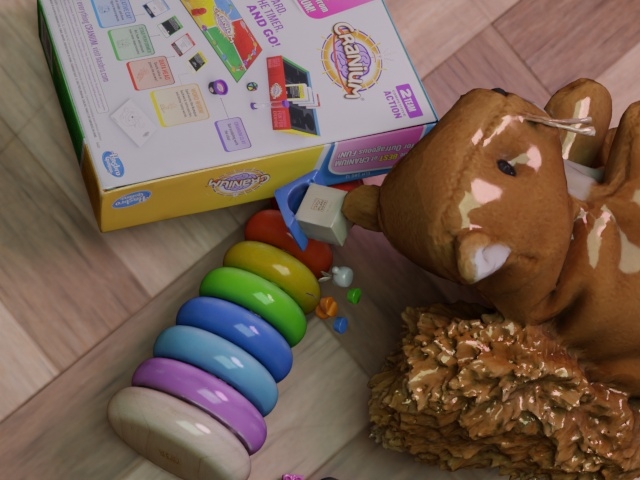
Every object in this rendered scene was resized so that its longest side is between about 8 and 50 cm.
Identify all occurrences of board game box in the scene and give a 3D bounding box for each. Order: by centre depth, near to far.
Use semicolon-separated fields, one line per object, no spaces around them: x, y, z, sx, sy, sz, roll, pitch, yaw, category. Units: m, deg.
-0.079;-0.149;1.625;0.317;0.064;0.242;-12;57;-14;board game box

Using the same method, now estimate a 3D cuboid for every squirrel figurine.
0.194;0.048;1.552;0.370;0.281;0.397;12;105;-42;squirrel figurine

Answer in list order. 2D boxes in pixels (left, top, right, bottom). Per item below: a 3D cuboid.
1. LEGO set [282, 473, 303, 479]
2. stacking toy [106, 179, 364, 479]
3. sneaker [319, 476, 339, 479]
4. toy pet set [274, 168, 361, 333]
-0.058;0.318;1.568;0.087;0.093;0.227;3;79;-6;LEGO set
-0.058;0.058;1.616;0.141;0.141;0.330;32;67;-5;stacking toy
0.032;0.364;1.579;0.162;0.106;0.281;-33;88;-13;sneaker
0.000;0.000;1.571;0.065;0.114;0.122;14;65;26;toy pet set
